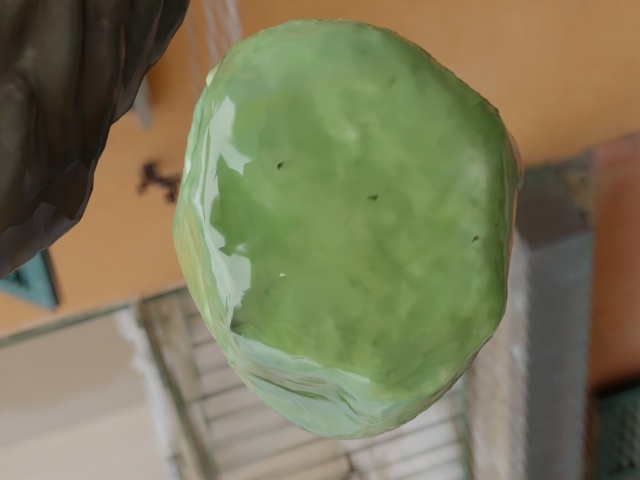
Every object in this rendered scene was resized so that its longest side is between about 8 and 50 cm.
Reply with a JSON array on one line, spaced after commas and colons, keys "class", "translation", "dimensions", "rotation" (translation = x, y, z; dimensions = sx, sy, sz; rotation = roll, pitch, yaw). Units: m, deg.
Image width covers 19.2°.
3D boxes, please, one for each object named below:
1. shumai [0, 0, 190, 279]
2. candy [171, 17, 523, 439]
[{"class": "shumai", "translation": [-0.109, -0.065, 0.385], "dimensions": [0.153, 0.161, 0.209], "rotation": [-36, 47, 50]}, {"class": "candy", "translation": [0.000, 0.000, 0.772], "dimensions": [0.142, 0.132, 0.343], "rotation": [-64, 2, -4]}]
